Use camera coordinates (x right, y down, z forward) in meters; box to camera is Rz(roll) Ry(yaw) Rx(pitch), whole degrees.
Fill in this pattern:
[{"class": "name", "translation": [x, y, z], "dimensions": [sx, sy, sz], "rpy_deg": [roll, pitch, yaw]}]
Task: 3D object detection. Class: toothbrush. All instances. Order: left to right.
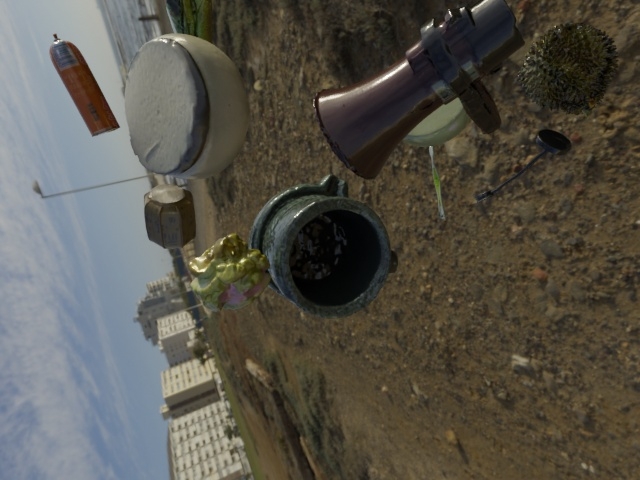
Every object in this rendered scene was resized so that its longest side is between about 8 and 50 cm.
[{"class": "toothbrush", "translation": [0.407, -0.201, 1.415], "dimensions": [0.022, 0.026, 0.264], "rpy_deg": [-10, 84, 32]}]

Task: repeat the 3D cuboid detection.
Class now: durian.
[{"class": "durian", "translation": [0.780, -0.531, 1.275], "dimensions": [0.292, 0.258, 0.258], "rpy_deg": [29, 155, -2]}]

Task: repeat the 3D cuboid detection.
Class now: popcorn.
[{"class": "popcorn", "translation": [-0.158, 0.059, 0.700], "dimensions": [0.126, 0.125, 0.145], "rpy_deg": [57, 150, 1]}]

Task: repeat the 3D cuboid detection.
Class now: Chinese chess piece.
[{"class": "Chinese chess piece", "translation": [0.291, -0.378, 1.089], "dimensions": [0.101, 0.250, 0.251], "rpy_deg": [12, -129, -62]}]

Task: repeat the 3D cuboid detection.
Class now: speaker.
[{"class": "speaker", "translation": [0.192, -0.232, 0.709], "dimensions": [0.259, 0.329, 0.198], "rpy_deg": [51, -145, -26]}]

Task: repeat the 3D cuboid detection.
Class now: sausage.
[{"class": "sausage", "translation": [-0.570, -0.371, 0.965], "dimensions": [0.071, 0.071, 0.235], "rpy_deg": [27, 141, 64]}]

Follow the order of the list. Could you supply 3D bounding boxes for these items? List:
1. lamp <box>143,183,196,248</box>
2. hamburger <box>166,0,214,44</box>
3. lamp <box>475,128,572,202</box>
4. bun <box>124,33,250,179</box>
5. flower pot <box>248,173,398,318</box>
[{"class": "lamp", "translation": [-0.469, -0.073, 1.266], "dimensions": [0.161, 0.161, 0.185], "rpy_deg": [55, 146, 41]}, {"class": "hamburger", "translation": [-0.362, -0.623, 1.151], "dimensions": [0.235, 0.125, 0.214], "rpy_deg": [-113, 16, -47]}, {"class": "lamp", "translation": [0.687, -0.263, 1.431], "dimensions": [0.109, 0.130, 0.371], "rpy_deg": [63, 153, 8]}, {"class": "bun", "translation": [-0.157, -0.165, 0.512], "dimensions": [0.172, 0.119, 0.173], "rpy_deg": [10, 107, 35]}, {"class": "flower pot", "translation": [0.000, 0.000, 0.890], "dimensions": [0.282, 0.298, 0.300], "rpy_deg": [-160, 55, -69]}]
